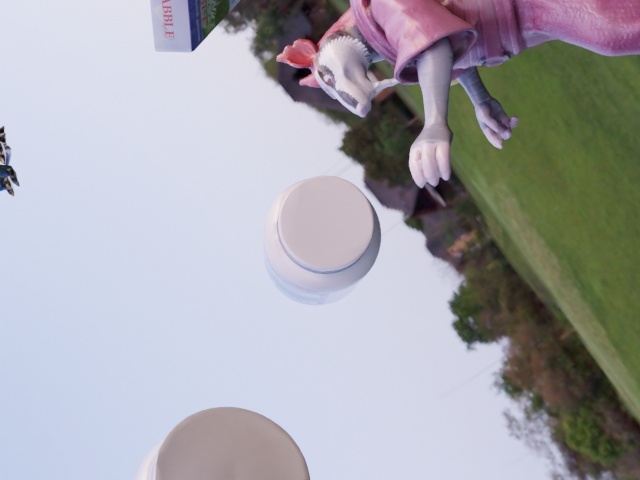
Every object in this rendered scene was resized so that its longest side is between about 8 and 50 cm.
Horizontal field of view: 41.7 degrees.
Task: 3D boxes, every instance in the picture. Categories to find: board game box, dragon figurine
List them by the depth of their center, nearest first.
[{"bbox_3d":[-0.482,-0.092,1.108,0.289,0.144,0.085,-129,30,-64],"label":"dragon figurine"},{"bbox_3d":[-0.197,-0.496,1.318,0.318,0.066,0.318,-74,-14,-58],"label":"board game box"}]

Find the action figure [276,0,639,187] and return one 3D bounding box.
[{"bbox_3d":[0.139,-0.200,0.670,0.248,0.370,0.275,-60,-41,-76],"label":"action figure"}]

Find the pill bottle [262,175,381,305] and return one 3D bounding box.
[{"bbox_3d":[0.000,0.000,0.810,0.112,0.112,0.186,54,171,6],"label":"pill bottle"}]

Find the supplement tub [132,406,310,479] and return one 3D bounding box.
[{"bbox_3d":[-0.149,0.382,1.106,0.228,0.316,0.228,13,-135,-13],"label":"supplement tub"}]

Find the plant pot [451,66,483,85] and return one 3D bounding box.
[{"bbox_3d":[0.183,-0.276,1.199,0.095,0.134,0.134,63,-170,-14],"label":"plant pot"}]
